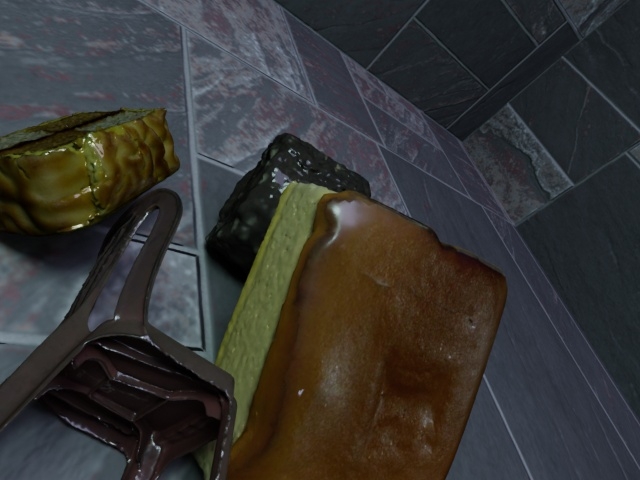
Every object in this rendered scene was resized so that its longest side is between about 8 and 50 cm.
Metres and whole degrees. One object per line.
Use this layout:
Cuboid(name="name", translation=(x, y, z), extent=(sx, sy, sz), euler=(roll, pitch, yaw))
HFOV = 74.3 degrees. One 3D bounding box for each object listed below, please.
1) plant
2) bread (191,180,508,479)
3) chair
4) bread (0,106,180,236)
Cuboid(name="plant", translation=(0.000, 0.000, 0.679), extent=(0.312, 0.215, 0.213), euler=(40, 32, -19))
Cuboid(name="bread", translation=(0.051, 0.140, 0.503), extent=(0.323, 0.333, 0.143), euler=(23, -4, -33))
Cuboid(name="chair", translation=(-0.173, 0.117, 0.385), extent=(0.183, 0.175, 0.327), euler=(43, 29, -23))
Cuboid(name="bread", translation=(-0.275, -0.090, 0.489), extent=(0.222, 0.181, 0.096), euler=(-62, 151, -57))
